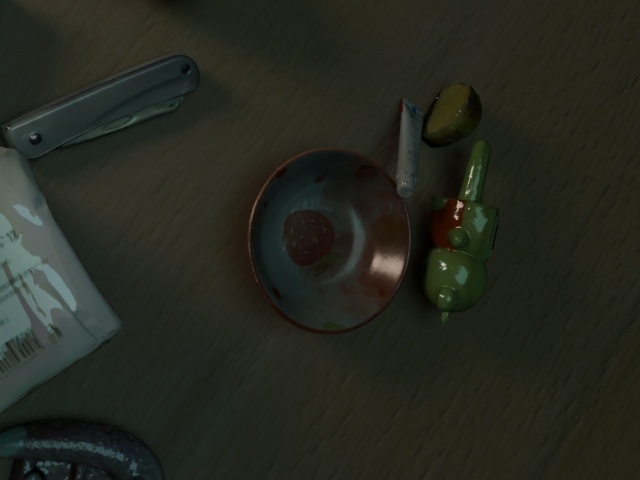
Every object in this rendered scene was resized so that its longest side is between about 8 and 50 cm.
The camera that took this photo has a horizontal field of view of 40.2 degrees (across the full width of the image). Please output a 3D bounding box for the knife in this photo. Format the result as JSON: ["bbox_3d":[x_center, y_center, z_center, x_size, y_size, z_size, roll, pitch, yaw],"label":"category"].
[{"bbox_3d":[-0.274,-0.171,1.124,0.265,0.040,0.073,-27,115,-24],"label":"knife"}]

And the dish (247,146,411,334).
[{"bbox_3d":[0.000,0.000,1.246,0.260,0.085,0.260,-1,92,-29],"label":"dish"}]

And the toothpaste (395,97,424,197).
[{"bbox_3d":[0.131,-0.138,1.295,0.048,0.031,0.190,32,44,-23],"label":"toothpaste"}]

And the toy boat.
[{"bbox_3d":[-0.305,0.308,1.102,0.227,0.085,0.155,13,85,-27],"label":"toy boat"}]

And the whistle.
[{"bbox_3d":[0.215,-0.011,1.338,0.106,0.131,0.288,10,88,15],"label":"whistle"}]

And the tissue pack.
[{"bbox_3d":[-0.438,0.089,0.964,0.356,0.194,0.266,-34,106,-23],"label":"tissue pack"}]

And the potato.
[{"bbox_3d":[0.213,-0.187,1.337,0.066,0.103,0.096,29,80,-22],"label":"potato"}]
